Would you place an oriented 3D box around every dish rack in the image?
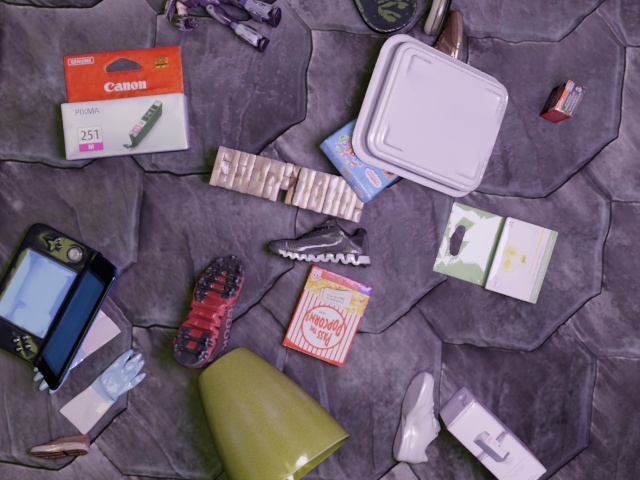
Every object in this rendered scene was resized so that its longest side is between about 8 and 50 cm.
[{"bbox_3d":[0.253,-0.262,1.847,0.333,0.072,0.285,19,89,-26],"label":"dish rack"}]

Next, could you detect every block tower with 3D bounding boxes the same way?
[{"bbox_3d":[-0.069,-0.124,1.909,0.335,0.097,0.091,15,92,-2],"label":"block tower"}]

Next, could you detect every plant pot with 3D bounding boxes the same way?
[{"bbox_3d":[-0.131,0.385,1.864,0.275,0.275,0.293,-38,75,1],"label":"plant pot"}]

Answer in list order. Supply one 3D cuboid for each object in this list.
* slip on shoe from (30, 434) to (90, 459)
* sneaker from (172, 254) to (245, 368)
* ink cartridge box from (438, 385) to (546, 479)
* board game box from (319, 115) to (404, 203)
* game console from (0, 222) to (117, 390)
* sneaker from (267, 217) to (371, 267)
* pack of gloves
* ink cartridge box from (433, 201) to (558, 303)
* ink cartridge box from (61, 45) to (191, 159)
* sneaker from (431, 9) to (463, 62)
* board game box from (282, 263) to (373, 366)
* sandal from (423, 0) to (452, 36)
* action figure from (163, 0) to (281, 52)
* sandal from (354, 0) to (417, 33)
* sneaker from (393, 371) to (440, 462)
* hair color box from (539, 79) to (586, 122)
[{"bbox_3d":[-0.591,0.467,1.959,0.135,0.051,0.041,-8,52,8],"label":"slip on shoe"},{"bbox_3d":[-0.241,0.166,1.919,0.098,0.135,0.276,17,69,12],"label":"sneaker"},{"bbox_3d":[0.373,0.438,1.894,0.092,0.158,0.218,-44,91,2],"label":"ink cartridge box"},{"bbox_3d":[0.123,-0.203,1.883,0.211,0.039,0.160,-39,92,-29],"label":"board game box"},{"bbox_3d":[-0.598,0.136,1.871,0.250,0.173,0.293,27,87,-1],"label":"game console"},{"bbox_3d":[0.000,0.000,1.923,0.234,0.078,0.106,5,89,-4],"label":"sneaker"},{"bbox_3d":[-0.526,0.299,1.949,0.232,0.046,0.195,-44,91,2],"label":"pack of gloves"},{"bbox_3d":[0.392,0.026,1.933,0.235,0.056,0.171,17,93,-3],"label":"ink cartridge box"},{"bbox_3d":[-0.437,-0.308,1.920,0.275,0.060,0.239,-5,93,0],"label":"ink cartridge box"},{"bbox_3d":[0.271,-0.419,1.908,0.071,0.066,0.188,6,92,-2],"label":"sneaker"},{"bbox_3d":[0.016,0.169,1.942,0.147,0.045,0.193,20,92,-1],"label":"board game box"},{"bbox_3d":[0.265,-0.602,1.883,0.086,0.120,0.302,19,92,13],"label":"sandal"},{"bbox_3d":[-0.229,-0.526,1.893,0.285,0.099,0.185,27,101,3],"label":"action figure"},{"bbox_3d":[0.078,-0.669,1.880,0.167,0.107,0.445,-32,91,1],"label":"sandal"},{"bbox_3d":[0.234,0.401,1.944,0.094,0.080,0.212,13,99,-12],"label":"sneaker"},{"bbox_3d":[0.527,-0.301,1.875,0.043,0.141,0.072,26,92,-1],"label":"hair color box"}]
